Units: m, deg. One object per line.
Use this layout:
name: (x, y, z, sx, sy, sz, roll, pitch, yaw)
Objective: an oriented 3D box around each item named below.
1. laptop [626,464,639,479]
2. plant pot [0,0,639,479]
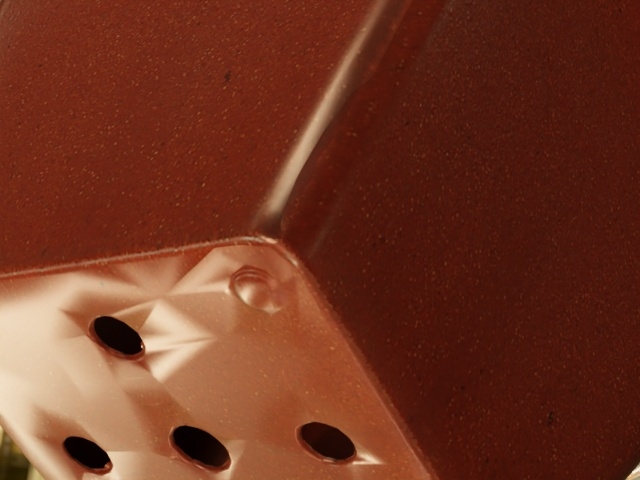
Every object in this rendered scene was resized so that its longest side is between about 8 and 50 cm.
laptop: (0.123, 0.135, 1.442, 0.408, 0.382, 0.236, 8, 115, 63)
plant pot: (0.000, 0.000, 0.604, 0.267, 0.267, 0.235, 58, -138, -30)
